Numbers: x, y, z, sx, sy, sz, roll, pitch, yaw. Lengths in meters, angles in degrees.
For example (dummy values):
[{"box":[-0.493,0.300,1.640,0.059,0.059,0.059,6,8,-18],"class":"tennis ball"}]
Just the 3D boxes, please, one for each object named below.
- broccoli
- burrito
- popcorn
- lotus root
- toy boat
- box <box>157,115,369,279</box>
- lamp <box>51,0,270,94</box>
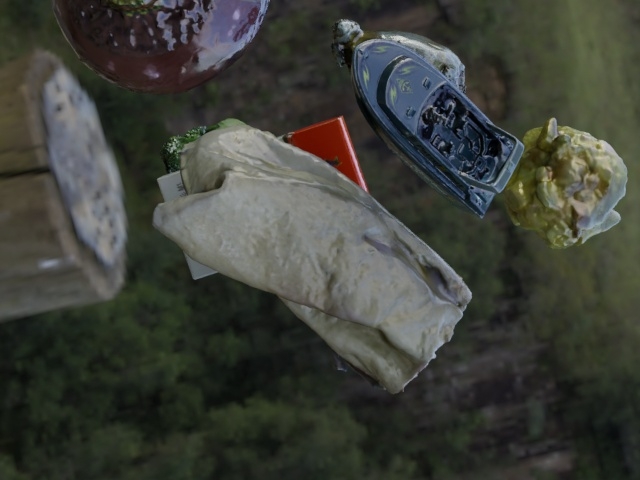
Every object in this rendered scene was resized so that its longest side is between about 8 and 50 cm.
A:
[{"box":[-0.169,-0.122,2.350,0.195,0.195,0.156,-90,-167,-56],"class":"broccoli"},{"box":[0.000,0.002,1.492,0.332,0.135,0.190,38,49,-14],"class":"burrito"},{"box":[0.362,-0.083,2.165,0.187,0.167,0.186,4,108,-48],"class":"popcorn"},{"box":[0.084,-0.192,1.598,0.088,0.165,0.088,-162,-90,-82],"class":"lotus root"},{"box":[0.114,-0.121,1.481,0.246,0.103,0.093,40,71,-31],"class":"toy boat"},{"box":[-0.065,-0.051,1.764,0.035,0.245,0.139,-43,116,-72],"class":"box"},{"box":[-0.114,-0.180,1.001,0.157,0.156,0.135,37,5,-2],"class":"lamp"}]
